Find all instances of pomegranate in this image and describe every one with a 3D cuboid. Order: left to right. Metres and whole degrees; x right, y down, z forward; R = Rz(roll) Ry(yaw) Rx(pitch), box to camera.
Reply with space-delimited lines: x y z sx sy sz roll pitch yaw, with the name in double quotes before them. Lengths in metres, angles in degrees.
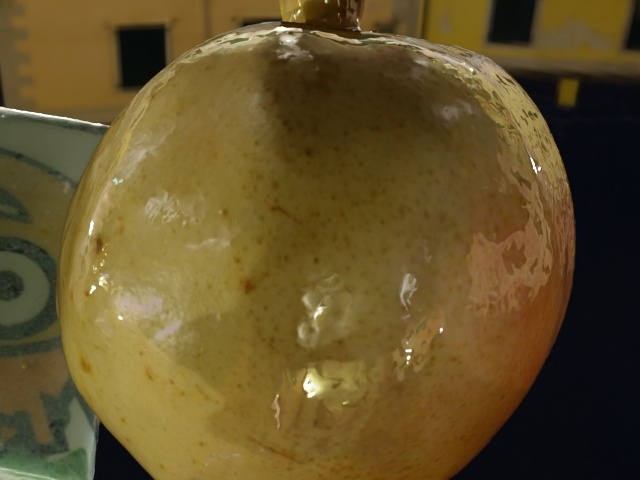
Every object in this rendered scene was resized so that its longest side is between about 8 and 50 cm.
"pomegranate" 0.000 0.000 0.882 0.319 0.319 0.319 1 -135 -1

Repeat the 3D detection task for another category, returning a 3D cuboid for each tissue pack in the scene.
"tissue pack" -0.260 0.050 1.109 0.227 0.128 0.311 8 -125 -7
